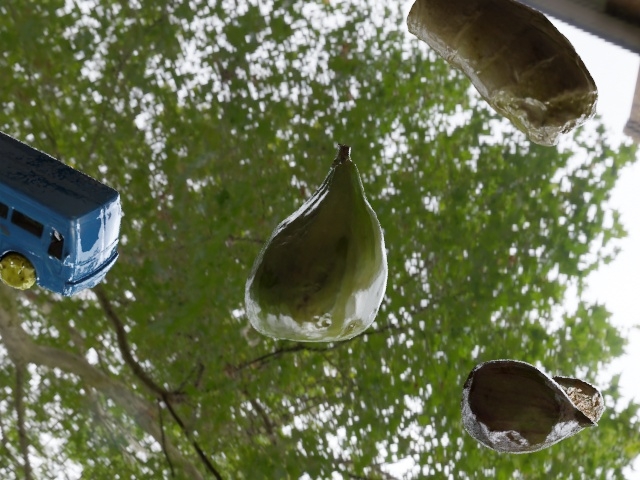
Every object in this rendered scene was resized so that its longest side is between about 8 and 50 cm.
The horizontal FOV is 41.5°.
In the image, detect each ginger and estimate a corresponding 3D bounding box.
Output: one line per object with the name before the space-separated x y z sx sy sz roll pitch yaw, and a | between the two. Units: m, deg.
ginger | 0.215 -0.220 0.986 0.263 0.116 0.109 45 -151 23

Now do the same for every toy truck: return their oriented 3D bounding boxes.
toy truck | -0.487 -0.062 1.268 0.384 0.162 0.161 27 -151 9

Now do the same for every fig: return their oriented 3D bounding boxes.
fig | 0.236 0.192 0.954 0.154 0.109 0.103 8 -103 10
fig | 0.002 0.022 1.348 0.233 0.314 0.233 10 -159 -4

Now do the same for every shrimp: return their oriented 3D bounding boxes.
shrimp | 0.323 0.235 1.155 0.101 0.190 0.042 17 -126 8
